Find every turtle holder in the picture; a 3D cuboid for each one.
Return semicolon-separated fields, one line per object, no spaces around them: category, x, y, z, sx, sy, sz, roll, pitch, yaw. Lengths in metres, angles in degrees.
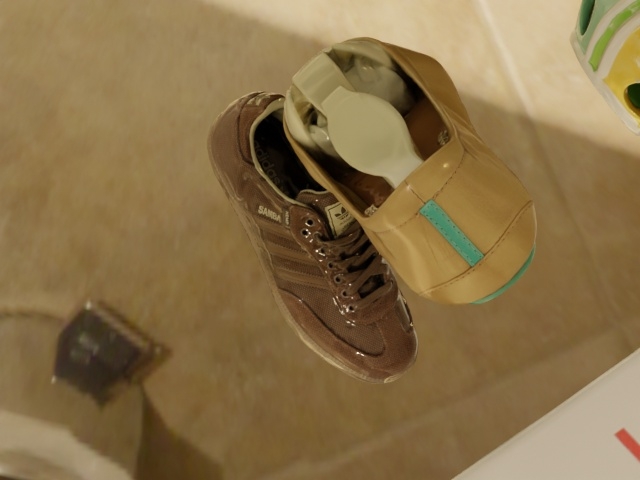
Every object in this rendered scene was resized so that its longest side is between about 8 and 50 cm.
turtle holder;0.379;-0.194;1.546;0.227;0.320;0.243;-35;139;17

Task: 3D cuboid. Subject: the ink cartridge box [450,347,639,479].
ink cartridge box;0.081;0.167;0.423;0.353;0.119;0.207;-34;63;-11

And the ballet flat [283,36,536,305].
ballet flat;0.025;-0.052;0.696;0.080;0.232;0.073;-46;120;4

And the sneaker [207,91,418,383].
sneaker;0.000;0.000;0.915;0.066;0.071;0.188;-37;93;-25
